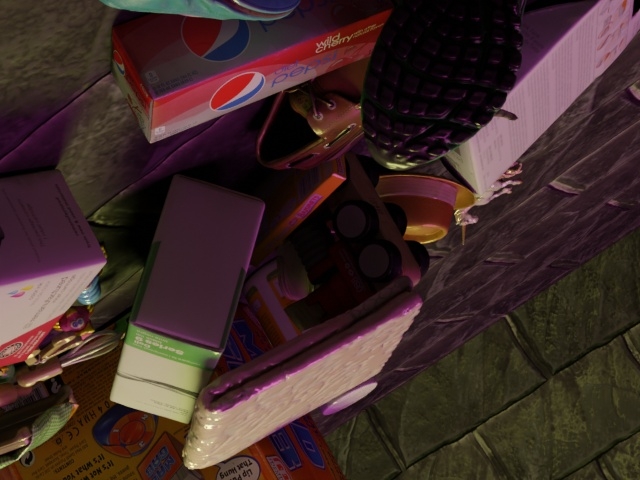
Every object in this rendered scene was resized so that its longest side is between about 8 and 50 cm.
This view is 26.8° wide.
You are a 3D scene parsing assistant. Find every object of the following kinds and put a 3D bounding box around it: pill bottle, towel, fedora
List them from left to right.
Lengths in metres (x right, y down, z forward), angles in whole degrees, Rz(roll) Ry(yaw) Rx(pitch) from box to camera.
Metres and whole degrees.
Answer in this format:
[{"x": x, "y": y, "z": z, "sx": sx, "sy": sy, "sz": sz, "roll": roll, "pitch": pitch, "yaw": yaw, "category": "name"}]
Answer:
[{"x": -0.033, "y": 0.181, "z": 1.755, "sx": 0.317, "sy": 0.053, "sz": 0.332, "roll": -27, "pitch": 164, "yaw": -18, "category": "towel"}, {"x": -0.011, "y": 0.149, "z": 2.154, "sx": 0.136, "sy": 0.246, "sz": 0.136, "roll": -28, "pitch": 164, "yaw": -9, "category": "pill bottle"}, {"x": 0.133, "y": -0.043, "z": 1.993, "sx": 0.194, "sy": 0.079, "sz": 0.194, "roll": 5, "pitch": 164, "yaw": 1, "category": "fedora"}]

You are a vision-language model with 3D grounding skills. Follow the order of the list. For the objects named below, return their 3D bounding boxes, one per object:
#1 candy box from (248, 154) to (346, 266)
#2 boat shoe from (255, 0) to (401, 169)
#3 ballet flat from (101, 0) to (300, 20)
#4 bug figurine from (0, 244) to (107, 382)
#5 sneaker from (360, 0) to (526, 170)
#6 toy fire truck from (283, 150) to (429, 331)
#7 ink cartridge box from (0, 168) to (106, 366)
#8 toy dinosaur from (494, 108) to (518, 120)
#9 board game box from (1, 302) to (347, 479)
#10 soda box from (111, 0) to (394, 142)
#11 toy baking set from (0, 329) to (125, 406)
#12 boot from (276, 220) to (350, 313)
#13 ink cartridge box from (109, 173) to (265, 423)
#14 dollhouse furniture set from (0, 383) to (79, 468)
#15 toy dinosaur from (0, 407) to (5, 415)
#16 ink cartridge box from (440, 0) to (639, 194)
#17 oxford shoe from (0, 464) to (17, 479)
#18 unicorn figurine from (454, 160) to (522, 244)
[{"x": -0.038, "y": -0.063, "z": 1.729, "sx": 0.027, "sy": 0.105, "sz": 0.206, "roll": 23, "pitch": 134, "yaw": -27, "category": "candy box"}, {"x": 0.015, "y": -0.161, "z": 1.503, "sx": 0.104, "sy": 0.111, "sz": 0.307, "roll": -22, "pitch": 162, "yaw": -30, "category": "boat shoe"}, {"x": -0.115, "y": -0.229, "z": 1.154, "sx": 0.087, "sy": 0.083, "sz": 0.247, "roll": -11, "pitch": 176, "yaw": 33, "category": "ballet flat"}, {"x": -0.377, "y": 0.115, "z": 1.716, "sx": 0.279, "sy": 0.072, "sz": 0.216, "roll": -29, "pitch": 164, "yaw": -7, "category": "bug figurine"}, {"x": 0.141, "y": -0.210, "z": 1.324, "sx": 0.344, "sy": 0.134, "sz": 0.146, "roll": -62, "pitch": 180, "yaw": -19, "category": "sneaker"}, {"x": 0.002, "y": 0.020, "z": 1.839, "sx": 0.246, "sy": 0.217, "sz": 0.158, "roll": -36, "pitch": 164, "yaw": 23, "category": "toy fire truck"}, {"x": -0.408, "y": 0.054, "z": 1.370, "sx": 0.306, "sy": 0.131, "sz": 0.226, "roll": -16, "pitch": 159, "yaw": -46, "category": "ink cartridge box"}, {"x": 0.164, "y": -0.219, "z": 1.602, "sx": 0.118, "sy": 0.064, "sz": 0.268, "roll": 2, "pitch": 148, "yaw": 16, "category": "toy dinosaur"}, {"x": -0.229, "y": 0.328, "z": 2.104, "sx": 0.356, "sy": 0.356, "sz": 0.356, "roll": -33, "pitch": 164, "yaw": 10, "category": "board game box"}, {"x": -0.065, "y": -0.193, "z": 1.294, "sx": 0.263, "sy": 0.092, "sz": 0.083, "roll": -25, "pitch": 161, "yaw": -19, "category": "soda box"}, {"x": -0.358, "y": 0.167, "z": 1.729, "sx": 0.196, "sy": 0.030, "sz": 0.256, "roll": -29, "pitch": 169, "yaw": 19, "category": "toy baking set"}, {"x": 0.000, "y": 0.000, "z": 1.998, "sx": 0.077, "sy": 0.213, "sz": 0.165, "roll": 6, "pitch": -173, "yaw": -27, "category": "boot"}, {"x": -0.174, "y": 0.083, "z": 1.695, "sx": 0.121, "sy": 0.211, "sz": 0.289, "roll": 17, "pitch": 152, "yaw": -6, "category": "ink cartridge box"}, {"x": -0.470, "y": 0.339, "z": 1.875, "sx": 0.301, "sy": 0.151, "sz": 0.197, "roll": -21, "pitch": -171, "yaw": 13, "category": "dollhouse furniture set"}, {"x": -0.483, "y": 0.225, "z": 1.766, "sx": 0.064, "sy": 0.112, "sz": 0.211, "roll": -43, "pitch": 174, "yaw": 22, "category": "toy dinosaur"}, {"x": 0.313, "y": -0.258, "z": 1.861, "sx": 0.385, "sy": 0.091, "sz": 0.308, "roll": -47, "pitch": 164, "yaw": -3, "category": "ink cartridge box"}, {"x": -0.622, "y": 0.503, "z": 2.349, "sx": 0.397, "sy": 0.141, "sz": 0.146, "roll": -27, "pitch": 171, "yaw": -3, "category": "oxford shoe"}, {"x": 0.292, "y": -0.083, "z": 2.356, "sx": 0.111, "sy": 0.060, "sz": 0.162, "roll": -23, "pitch": 146, "yaw": -24, "category": "unicorn figurine"}]
